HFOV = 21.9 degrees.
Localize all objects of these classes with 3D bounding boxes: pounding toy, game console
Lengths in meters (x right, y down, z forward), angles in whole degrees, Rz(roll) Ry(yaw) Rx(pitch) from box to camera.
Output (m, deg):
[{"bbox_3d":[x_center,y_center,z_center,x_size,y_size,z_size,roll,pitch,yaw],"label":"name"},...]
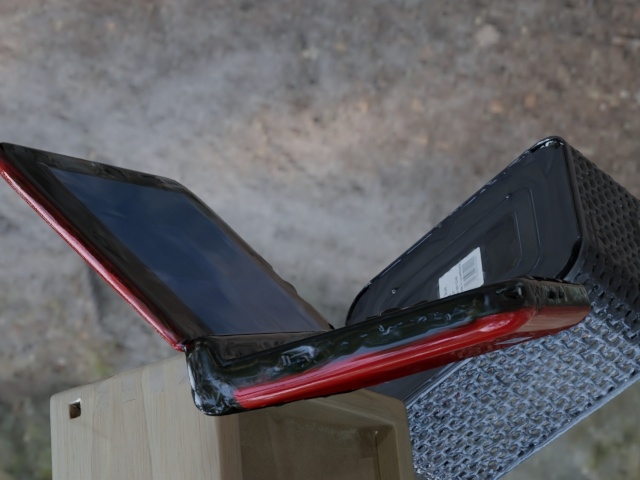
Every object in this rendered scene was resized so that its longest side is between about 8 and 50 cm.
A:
[{"bbox_3d":[-0.013,0.165,0.638,0.094,0.206,0.181,-19,156,32],"label":"pounding toy"},{"bbox_3d":[0.000,0.000,0.464,0.124,0.085,0.144,-18,174,14],"label":"game console"}]

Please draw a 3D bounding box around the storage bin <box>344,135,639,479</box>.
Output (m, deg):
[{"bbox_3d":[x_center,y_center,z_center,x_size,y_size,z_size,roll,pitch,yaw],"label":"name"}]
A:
[{"bbox_3d":[0.103,0.044,0.927,0.084,0.122,0.180,34,121,-24],"label":"storage bin"}]
